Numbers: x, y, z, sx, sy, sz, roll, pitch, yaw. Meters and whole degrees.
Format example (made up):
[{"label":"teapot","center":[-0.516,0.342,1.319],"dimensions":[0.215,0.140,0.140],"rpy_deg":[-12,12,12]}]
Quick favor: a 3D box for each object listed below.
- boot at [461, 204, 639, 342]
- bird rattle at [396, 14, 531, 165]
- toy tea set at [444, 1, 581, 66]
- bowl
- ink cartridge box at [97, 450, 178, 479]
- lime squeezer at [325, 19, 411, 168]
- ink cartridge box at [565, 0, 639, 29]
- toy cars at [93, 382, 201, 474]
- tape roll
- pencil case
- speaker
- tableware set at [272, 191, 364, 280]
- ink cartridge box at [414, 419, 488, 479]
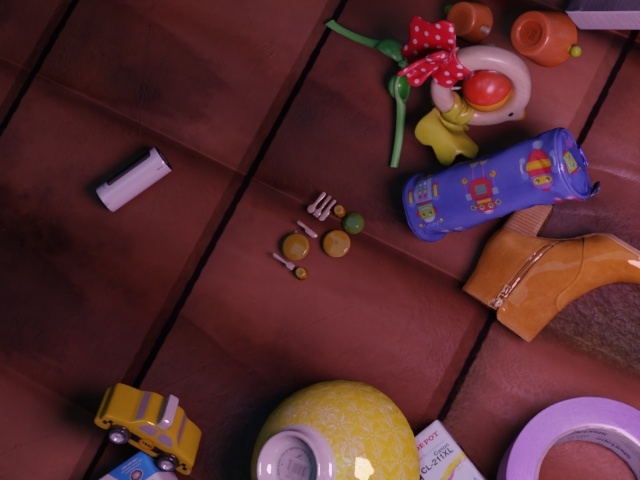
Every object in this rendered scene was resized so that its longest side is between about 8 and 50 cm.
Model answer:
[{"label":"boot","center":[0.394,0.076,1.649],"dimensions":[0.295,0.104,0.211],"rpy_deg":[29,90,22]},{"label":"bird rattle","center":[0.238,-0.260,1.677],"dimensions":[0.207,0.253,0.143],"rpy_deg":[-4,44,11]},{"label":"toy tea set","center":[0.313,-0.406,1.790],"dimensions":[0.200,0.124,0.336],"rpy_deg":[-30,73,35]},{"label":"bowl","center":[-0.008,0.354,1.586],"dimensions":[0.289,0.156,0.289],"rpy_deg":[-7,76,31]},{"label":"ink cartridge box","center":[-0.287,0.471,1.701],"dimensions":[0.148,0.086,0.203],"rpy_deg":[-35,71,2]},{"label":"lime squeezer","center":[0.111,-0.285,1.814],"dimensions":[0.110,0.059,0.310],"rpy_deg":[-24,73,5]},{"label":"ink cartridge box","center":[0.585,-0.487,1.675],"dimensions":[0.307,0.072,0.303],"rpy_deg":[14,76,52]},{"label":"toy cars","center":[-0.213,0.379,1.654],"dimensions":[0.087,0.176,0.393],"rpy_deg":[-45,69,32]},{"label":"tape roll","center":[0.404,0.377,1.530],"dimensions":[0.275,0.090,0.274],"rpy_deg":[1,66,-1]},{"label":"pencil case","center":[0.283,-0.088,1.644],"dimensions":[0.306,0.133,0.119],"rpy_deg":[-17,95,36]},{"label":"speaker","center":[-0.339,-0.110,1.872],"dimensions":[0.136,0.055,0.055],"rpy_deg":[-35,72,3]},{"label":"tableware set","center":[0.000,0.000,1.788],"dimensions":[0.104,0.024,0.154],"rpy_deg":[37,85,15]},{"label":"ink cartridge box","center":[0.192,0.390,1.622],"dimensions":[0.127,0.072,0.175],"rpy_deg":[-39,72,1]}]
